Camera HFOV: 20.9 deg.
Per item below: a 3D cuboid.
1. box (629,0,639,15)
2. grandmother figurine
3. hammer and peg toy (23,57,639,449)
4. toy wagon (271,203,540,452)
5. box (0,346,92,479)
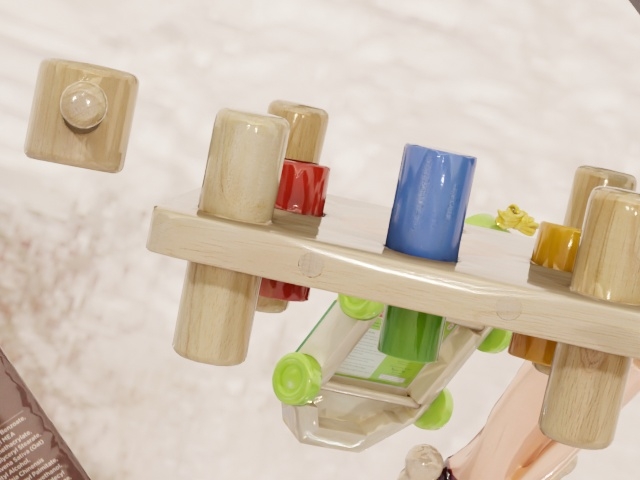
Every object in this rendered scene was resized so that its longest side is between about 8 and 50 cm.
[{"bbox_3d":[0.453,-0.313,1.739,0.183,0.294,0.296,1,156,35],"label":"box"},{"bbox_3d":[0.124,0.182,1.282,0.208,0.342,0.104,17,-157,-41],"label":"grandmother figurine"},{"bbox_3d":[0.000,0.000,0.912,0.361,0.127,0.266,12,-173,4],"label":"hammer and peg toy"},{"bbox_3d":[0.104,0.088,1.878,0.267,0.344,0.068,17,-155,-50],"label":"toy wagon"},{"bbox_3d":[-0.267,0.281,1.582,0.381,0.143,0.191,54,157,1],"label":"box"}]
